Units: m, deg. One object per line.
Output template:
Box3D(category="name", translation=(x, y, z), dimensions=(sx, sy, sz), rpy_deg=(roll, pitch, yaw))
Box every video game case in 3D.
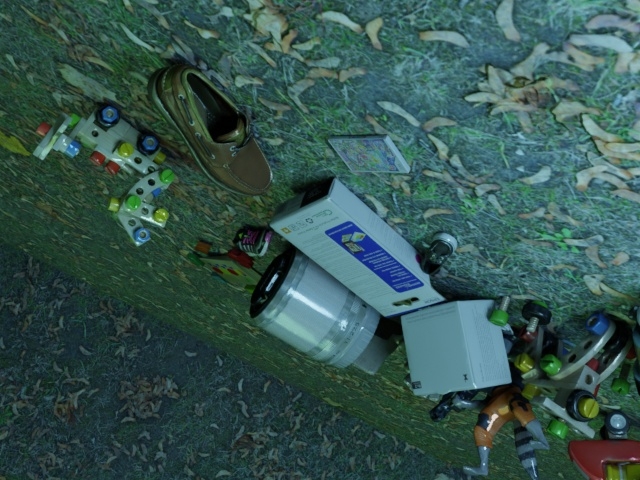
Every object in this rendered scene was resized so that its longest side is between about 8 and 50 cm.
Box3D(category="video game case", translation=(0.081, -0.145, 1.116), dimensions=(0.122, 0.011, 0.087), rpy_deg=(6, 150, 41))

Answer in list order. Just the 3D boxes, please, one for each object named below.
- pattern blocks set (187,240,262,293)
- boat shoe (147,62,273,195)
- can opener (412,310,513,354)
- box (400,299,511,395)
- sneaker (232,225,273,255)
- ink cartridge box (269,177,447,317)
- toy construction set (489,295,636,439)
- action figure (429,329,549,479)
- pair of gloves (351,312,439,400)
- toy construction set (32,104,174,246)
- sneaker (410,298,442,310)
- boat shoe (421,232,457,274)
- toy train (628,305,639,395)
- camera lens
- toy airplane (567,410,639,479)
Box3D(category="pattern blocks set", translation=(-0.263, 0.086, 2.000), dimensions=(0.325, 0.026, 0.285), rpy_deg=(8, 151, 39))
Box3D(category="boat shoe", translation=(-0.175, -0.183, 1.188), dimensions=(0.105, 0.110, 0.307), rpy_deg=(5, 150, 45))
Box3D(category="can opener", translation=(0.316, 0.199, 1.524), dimensions=(0.074, 0.093, 0.280), rpy_deg=(39, 160, -28))
Box3D(category="box", translation=(0.285, 0.230, 1.420), dimensions=(0.119, 0.181, 0.181), rpy_deg=(1, 164, -36))
Box3D(category="sneaker", translation=(-0.173, -0.001, 1.652), dimensions=(0.075, 0.063, 0.170), rpy_deg=(28, 164, -18))
Box3D(category="ink cartridge box", translation=(0.086, 0.028, 1.373), dimensions=(0.176, 0.069, 0.371), rpy_deg=(-22, 127, 42))
Box3D(category="toy construction set", translation=(0.492, 0.295, 1.328), dimensions=(0.258, 0.237, 0.309), rpy_deg=(2, 148, 47))
Box3D(category="action figure", translation=(0.401, 0.389, 1.539), dimensions=(0.179, 0.330, 0.341), rpy_deg=(27, 131, -9))
Box3D(category="pair of gloves", translation=(0.215, 0.271, 1.636), dimensions=(0.240, 0.204, 0.042), rpy_deg=(18, 143, 22))
Box3D(category="toy construction set", translation=(-0.446, -0.159, 1.407), dimensions=(0.151, 0.215, 0.328), rpy_deg=(1, 146, 47))
Box3D(category="sneaker", translation=(0.246, 0.149, 1.557), dimensions=(0.083, 0.031, 0.037), rpy_deg=(0, 146, 48))
Box3D(category="boat shoe", translation=(0.229, 0.029, 1.294), dimensions=(0.049, 0.040, 0.142), rpy_deg=(25, 158, 6))
Box3D(category="toy train", translation=(0.632, 0.212, 1.137), dimensions=(0.190, 0.142, 0.334), rpy_deg=(21, 159, 41))
Box3D(category="camera lens", translation=(-0.019, 0.163, 1.635), dimensions=(0.274, 0.219, 0.219), rpy_deg=(33, 158, -14))
Box3D(category="toy airplane", translation=(0.834, 0.605, 1.585), dimensions=(0.386, 0.272, 0.384), rpy_deg=(35, 156, -18))
